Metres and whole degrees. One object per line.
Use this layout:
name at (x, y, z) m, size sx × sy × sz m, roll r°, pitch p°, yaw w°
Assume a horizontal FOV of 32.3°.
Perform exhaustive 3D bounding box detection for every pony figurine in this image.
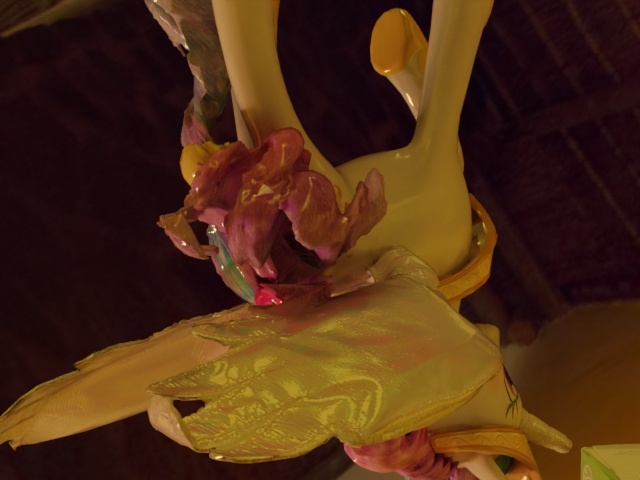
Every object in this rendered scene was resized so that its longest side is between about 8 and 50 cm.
pony figurine at (0.000, 0.000, 0.594) m, size 0.303 × 0.351 × 0.364 m, roll -10°, pitch -93°, yaw 51°

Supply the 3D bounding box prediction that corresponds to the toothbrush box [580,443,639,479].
toothbrush box at (0.285, 0.280, 0.715) m, size 0.206 × 0.122 × 0.283 m, roll -2°, pitch -83°, yaw -3°
